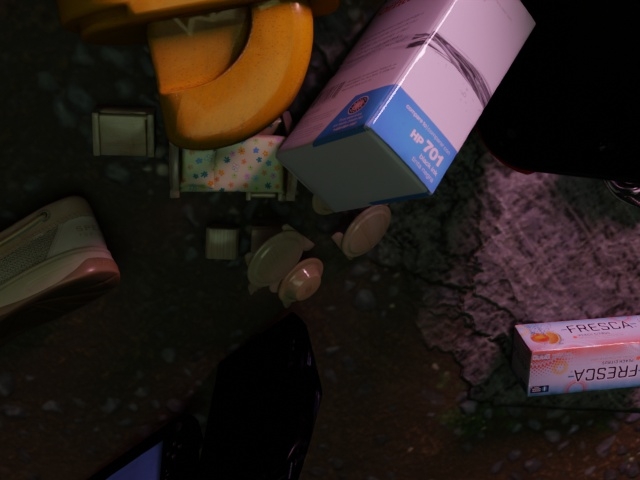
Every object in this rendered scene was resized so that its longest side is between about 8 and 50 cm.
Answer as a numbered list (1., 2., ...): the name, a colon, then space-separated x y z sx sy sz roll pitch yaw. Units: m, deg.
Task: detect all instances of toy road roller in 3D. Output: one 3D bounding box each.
1. toy road roller: -0.028 -0.198 0.591 0.329 0.202 0.241 -9 100 -1

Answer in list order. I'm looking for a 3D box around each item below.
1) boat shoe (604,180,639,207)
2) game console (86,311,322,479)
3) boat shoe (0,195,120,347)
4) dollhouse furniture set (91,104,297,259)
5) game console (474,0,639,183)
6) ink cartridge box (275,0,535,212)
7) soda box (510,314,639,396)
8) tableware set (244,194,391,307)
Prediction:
1. boat shoe: 0.314 -0.069 0.815 0.125 0.038 0.046 41 104 -22
2. game console: -0.141 0.229 0.806 0.361 0.213 0.044 -37 114 22
3. boat shoe: -0.341 0.054 0.758 0.302 0.109 0.098 -25 76 5
4. dollhouse furniture set: -0.118 -0.032 0.738 0.181 0.101 0.161 0 114 -8
5. game console: 0.269 -0.198 0.598 0.060 0.386 0.342 -30 119 -38
6. ink cartridge box: 0.068 -0.125 0.656 0.082 0.139 0.191 44 66 -21
7. soda box: 0.311 0.127 0.893 0.183 0.058 0.063 -3 115 -5
8. tableware set: 0.000 0.000 0.761 0.168 0.020 0.141 -42 149 -7
